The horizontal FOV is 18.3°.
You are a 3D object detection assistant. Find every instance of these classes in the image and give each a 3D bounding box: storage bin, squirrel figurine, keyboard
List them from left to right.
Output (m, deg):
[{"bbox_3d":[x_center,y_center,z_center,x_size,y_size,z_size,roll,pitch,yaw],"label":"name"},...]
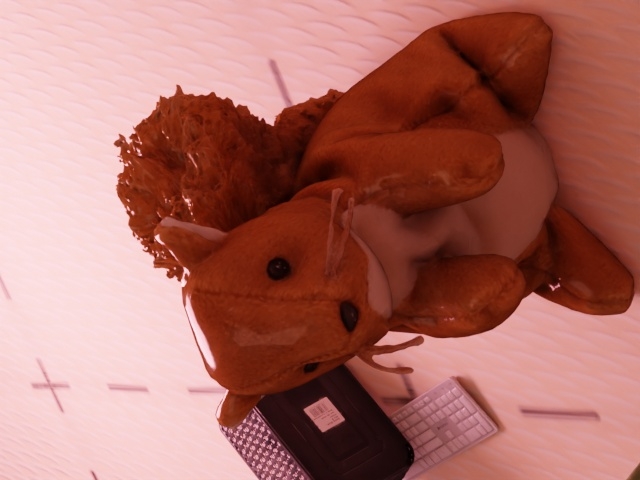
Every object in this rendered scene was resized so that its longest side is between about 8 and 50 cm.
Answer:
[{"bbox_3d":[-0.005,0.205,2.062,0.180,0.122,0.084,50,144,19],"label":"storage bin"},{"bbox_3d":[0.000,0.000,1.689,0.397,0.370,0.281,11,127,44],"label":"squirrel figurine"},{"bbox_3d":[0.096,0.208,2.061,0.072,0.014,0.256,53,145,2],"label":"keyboard"}]

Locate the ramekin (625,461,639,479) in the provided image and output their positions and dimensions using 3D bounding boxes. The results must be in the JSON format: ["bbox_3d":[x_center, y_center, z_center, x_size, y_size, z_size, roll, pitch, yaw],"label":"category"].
[{"bbox_3d":[0.268,0.336,1.739,0.148,0.303,0.303,36,142,12],"label":"ramekin"}]
